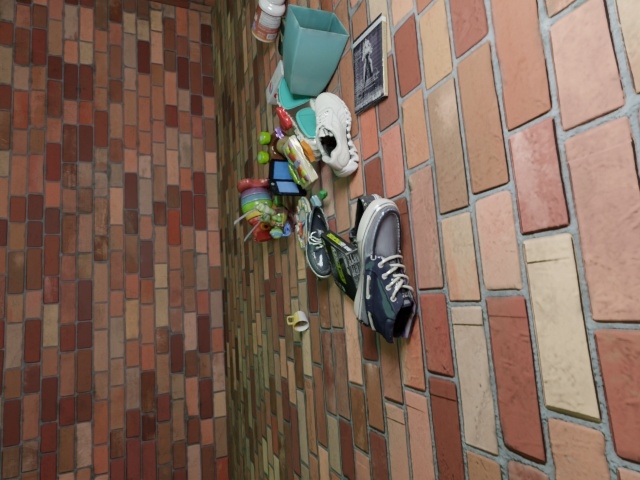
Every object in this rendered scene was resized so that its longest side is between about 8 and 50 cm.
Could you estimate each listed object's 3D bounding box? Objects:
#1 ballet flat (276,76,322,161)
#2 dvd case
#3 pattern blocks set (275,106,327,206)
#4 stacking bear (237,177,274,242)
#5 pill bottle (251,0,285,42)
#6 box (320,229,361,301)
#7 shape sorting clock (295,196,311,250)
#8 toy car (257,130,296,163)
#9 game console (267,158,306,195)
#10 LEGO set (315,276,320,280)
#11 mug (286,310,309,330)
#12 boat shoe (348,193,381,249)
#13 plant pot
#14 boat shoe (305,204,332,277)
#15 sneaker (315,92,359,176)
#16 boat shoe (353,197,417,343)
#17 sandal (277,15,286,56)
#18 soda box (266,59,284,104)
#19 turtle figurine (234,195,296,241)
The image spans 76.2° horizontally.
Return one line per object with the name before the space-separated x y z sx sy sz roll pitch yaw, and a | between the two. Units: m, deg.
ballet flat | -0.063 -0.436 1.470 0.147 0.146 0.409 116 144 -45
dvd case | 0.138 -0.486 1.144 0.164 0.018 0.222 176 92 -67
pattern blocks set | -0.074 -0.268 1.417 0.325 0.026 0.285 58 164 11
stacking bear | -0.294 -0.135 1.964 0.164 0.175 0.289 -33 68 60
pill bottle | -0.227 -1.010 1.820 0.216 0.121 0.121 129 134 -55
box | 0.073 0.081 1.186 0.184 0.045 0.191 43 154 61
shape sorting clock | -0.067 -0.064 1.568 0.206 0.040 0.207 175 90 -70
toy car | -0.137 -0.356 1.622 0.188 0.154 0.149 26 114 50
game console | -0.125 -0.242 1.582 0.085 0.143 0.124 112 147 -43
LEGO set | -0.016 0.106 1.494 0.054 0.023 0.083 144 122 -61
mug | -0.086 0.308 1.602 0.062 0.078 0.064 -46 34 21
boat shoe | 0.114 -0.019 1.137 0.080 0.075 0.229 -126 41 -53
plant pot | -0.036 -0.615 1.361 0.234 0.165 0.166 112 147 -45
boat shoe | 0.000 0.000 1.380 0.079 0.095 0.255 109 160 -59
sneaker | 0.032 -0.338 1.237 0.110 0.118 0.293 -28 64 32
boat shoe | 0.172 0.080 0.981 0.158 0.127 0.341 35 130 53
sandal | -0.123 -0.838 1.653 0.303 0.086 0.120 -95 14 -47
soda box | -0.173 -0.679 1.771 0.216 0.069 0.074 144 122 -62
turtle figurine | -0.235 -0.144 1.727 0.274 0.198 0.267 0 69 26
